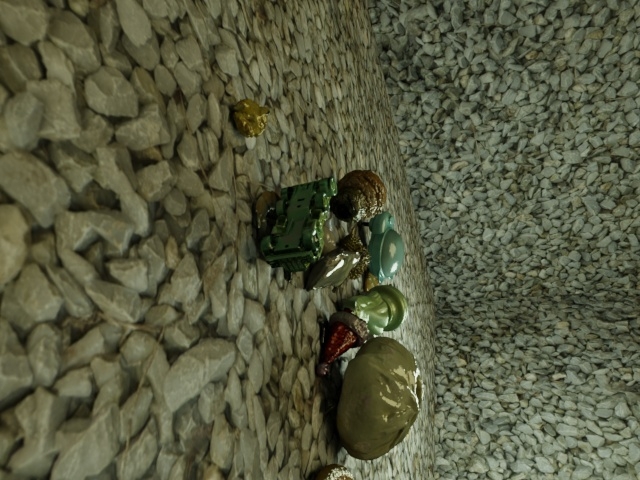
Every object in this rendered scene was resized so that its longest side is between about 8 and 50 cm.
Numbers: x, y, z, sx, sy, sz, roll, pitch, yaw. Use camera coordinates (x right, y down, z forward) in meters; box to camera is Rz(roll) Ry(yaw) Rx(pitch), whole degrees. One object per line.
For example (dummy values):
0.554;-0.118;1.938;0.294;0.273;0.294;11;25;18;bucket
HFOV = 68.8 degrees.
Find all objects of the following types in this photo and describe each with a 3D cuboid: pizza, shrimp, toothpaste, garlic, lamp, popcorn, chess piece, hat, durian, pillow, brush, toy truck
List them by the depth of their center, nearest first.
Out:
-0.155;-0.265;1.021;0.084;0.084;0.084;-7;90;-71;popcorn
-0.030;-0.025;1.049;0.259;0.128;0.135;-73;148;-50;toy truck
-0.105;-0.013;1.079;0.150;0.051;0.217;13;63;-66;shrimp
0.030;0.676;1.190;0.292;0.058;0.197;42;45;-59;pizza
0.003;-0.004;1.337;0.113;0.074;0.094;42;52;-39;garlic
0.041;0.457;1.341;0.027;0.034;0.190;47;10;16;brush
0.048;0.307;1.346;0.227;0.129;0.140;-51;157;-41;hat
0.041;0.078;1.359;0.059;0.169;0.255;44;11;18;pillow
0.022;-0.019;1.436;0.089;0.057;0.234;-75;158;-43;toothpaste
0.166;0.258;1.606;0.298;0.176;0.175;-9;92;-53;chess piece
0.125;0.042;1.629;0.146;0.102;0.208;51;33;-47;durian
0.260;0.023;1.902;0.209;0.147;0.283;-1;76;-65;lamp

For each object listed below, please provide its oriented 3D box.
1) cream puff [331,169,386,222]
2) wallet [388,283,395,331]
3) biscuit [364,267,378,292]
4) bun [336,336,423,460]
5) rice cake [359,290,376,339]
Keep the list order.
0.113;-0.135;1.573;0.169;0.183;0.183;-38;121;-45;cream puff
0.333;0.317;2.218;0.232;0.031;0.121;-69;142;-57;wallet
0.213;0.155;1.940;0.118;0.029;0.247;61;28;-31;biscuit
0.188;0.468;1.388;0.365;0.219;0.365;12;90;-71;bun
0.184;0.292;1.797;0.047;0.036;0.206;-36;119;-53;rice cake
